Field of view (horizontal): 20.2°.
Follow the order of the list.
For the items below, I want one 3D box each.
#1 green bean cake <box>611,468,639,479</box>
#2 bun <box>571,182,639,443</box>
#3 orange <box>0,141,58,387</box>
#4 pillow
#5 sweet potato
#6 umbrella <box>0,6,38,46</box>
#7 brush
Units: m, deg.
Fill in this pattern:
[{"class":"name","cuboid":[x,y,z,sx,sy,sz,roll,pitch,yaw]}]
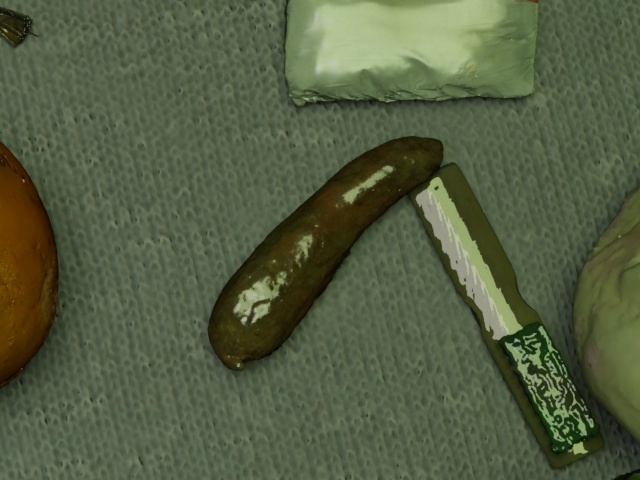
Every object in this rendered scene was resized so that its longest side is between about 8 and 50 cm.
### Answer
[{"class":"green bean cake","cuboid":[0.166,0.339,1.350,0.319,0.335,0.218,-33,82,-5]},{"class":"bun","cuboid":[0.390,0.060,1.481,0.361,0.213,0.361,1,77,-2]},{"class":"orange","cuboid":[-0.327,0.022,1.436,0.240,0.240,0.240,1,79,-4]},{"class":"pillow","cuboid":[0.081,-0.186,1.588,0.229,0.051,0.128,-3,87,-3]},{"class":"sweet potato","cuboid":[0.000,0.000,1.539,0.075,0.075,0.273,42,76,4]},{"class":"umbrella","cuboid":[-0.285,-0.197,1.581,0.083,0.020,0.031,27,118,1]},{"class":"brush","cuboid":[0.160,0.062,1.551,0.054,0.048,0.282,-26,80,-7]}]
